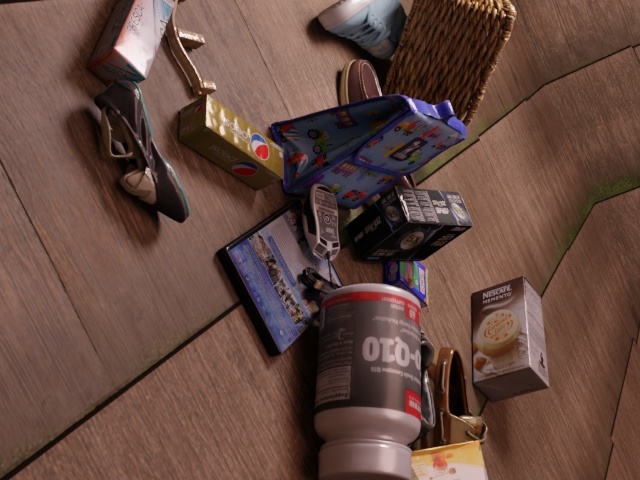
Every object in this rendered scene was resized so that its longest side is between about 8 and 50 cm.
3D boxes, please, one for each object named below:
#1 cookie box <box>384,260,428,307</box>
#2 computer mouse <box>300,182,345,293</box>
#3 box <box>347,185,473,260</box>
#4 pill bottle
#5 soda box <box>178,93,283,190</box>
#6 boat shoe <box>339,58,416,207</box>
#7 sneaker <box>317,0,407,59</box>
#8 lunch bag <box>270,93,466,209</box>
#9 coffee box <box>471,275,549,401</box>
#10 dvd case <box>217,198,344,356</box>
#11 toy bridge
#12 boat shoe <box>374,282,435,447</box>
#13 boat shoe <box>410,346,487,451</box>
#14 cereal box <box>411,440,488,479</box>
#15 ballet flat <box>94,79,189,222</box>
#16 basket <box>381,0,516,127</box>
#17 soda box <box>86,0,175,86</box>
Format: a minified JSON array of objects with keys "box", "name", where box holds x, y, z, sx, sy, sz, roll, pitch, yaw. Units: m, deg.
[{"box":[0.171,0.074,1.611,0.107,0.040,0.092,41,39,-38],"name":"cookie box"},{"box":[0.000,0.000,1.349,0.106,0.042,0.193,17,62,-47],"name":"computer mouse"},{"box":[0.168,-0.028,1.517,0.180,0.147,0.077,2,60,-41],"name":"box"},{"box":[0.073,0.224,1.235,0.161,0.161,0.283,33,51,-44],"name":"pill bottle"},{"box":[-0.135,-0.148,1.252,0.181,0.058,0.061,32,47,-45],"name":"soda box"},{"box":[0.129,-0.230,1.654,0.123,0.123,0.342,23,53,-50],"name":"boat shoe"},{"box":[0.120,-0.474,1.785,0.150,0.135,0.366,62,32,-5],"name":"sneaker"},{"box":[0.101,-0.177,1.411,0.221,0.293,0.138,10,63,-55],"name":"lunch bag"},{"box":[0.421,0.220,1.818,0.098,0.141,0.246,44,37,-34],"name":"coffee box"},{"box":[-0.055,0.050,1.290,0.180,0.022,0.253,63,31,-7],"name":"dvd case"},{"box":[-0.211,-0.315,1.268,0.063,0.026,0.188,0,72,-55],"name":"toy bridge"},{"box":[0.146,0.204,1.399,0.121,0.119,0.335,38,35,-38],"name":"boat shoe"},{"box":[0.233,0.346,1.460,0.122,0.120,0.324,12,61,-55],"name":"boat shoe"},{"box":[0.206,0.463,1.330,0.173,0.047,0.240,-5,71,-20],"name":"cereal box"},{"box":[-0.241,-0.108,1.062,0.074,0.074,0.203,-38,110,-58],"name":"ballet flat"},{"box":[0.299,-0.440,1.830,0.223,0.299,0.213,22,33,7],"name":"basket"},{"box":[-0.264,-0.292,1.140,0.063,0.058,0.183,44,39,-35],"name":"soda box"}]
